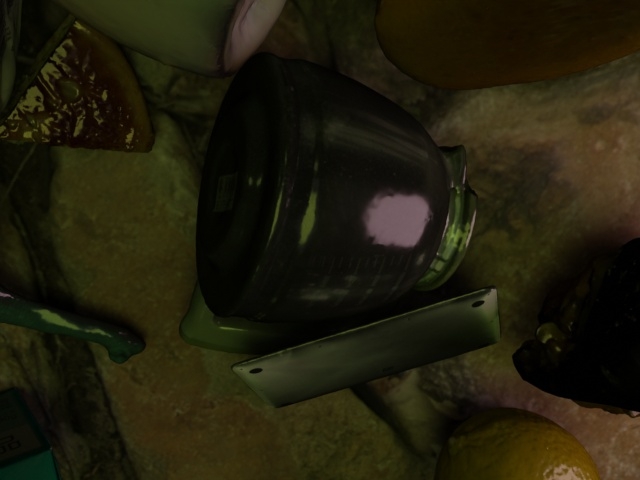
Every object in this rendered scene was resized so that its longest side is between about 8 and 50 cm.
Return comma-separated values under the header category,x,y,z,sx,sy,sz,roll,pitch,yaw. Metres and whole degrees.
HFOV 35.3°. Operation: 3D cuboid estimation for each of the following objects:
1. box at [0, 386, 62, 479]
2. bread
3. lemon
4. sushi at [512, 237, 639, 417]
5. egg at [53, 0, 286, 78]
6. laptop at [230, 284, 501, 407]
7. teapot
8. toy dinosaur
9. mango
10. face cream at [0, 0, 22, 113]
category,x,y,z,sx,sy,sz,roll,pitch,yaw
box,-0.399,0.254,1.017,0.245,0.153,0.092,-17,116,-24
bread,-0.230,-0.152,0.948,0.154,0.054,0.135,-1,112,-27
lemon,0.210,0.273,1.092,0.203,0.178,0.178,39,106,-18
sushi,0.322,0.094,1.018,0.213,0.204,0.200,-54,137,-14
egg,-0.141,-0.340,0.733,0.340,0.354,0.354,27,109,-1
laptop,0.056,0.115,1.037,0.269,0.015,0.187,-17,156,4
teapot,0.008,0.004,0.942,0.240,0.239,0.321,10,107,-21
toy dinosaur,-0.322,-0.010,0.936,0.331,0.129,0.383,8,141,-7
mango,0.197,-0.241,0.838,0.253,0.182,0.365,24,137,-38
face cream,-0.317,-0.197,0.850,0.111,0.206,0.205,4,112,-9
